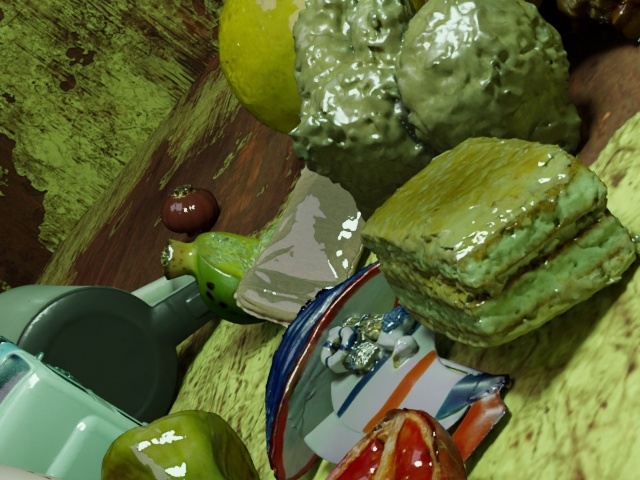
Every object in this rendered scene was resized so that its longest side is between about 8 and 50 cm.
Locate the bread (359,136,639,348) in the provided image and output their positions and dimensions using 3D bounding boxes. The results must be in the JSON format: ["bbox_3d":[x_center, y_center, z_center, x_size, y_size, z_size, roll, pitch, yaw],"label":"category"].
[{"bbox_3d":[0.123,-0.002,0.818,0.138,0.102,0.196,-39,17,-8],"label":"bread"}]

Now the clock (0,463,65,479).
[{"bbox_3d":[-0.202,0.288,0.718,0.250,0.376,0.368,-51,17,-4],"label":"clock"}]

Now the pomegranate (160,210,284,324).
[{"bbox_3d":[-0.095,0.040,1.306,0.169,0.122,0.143,-17,27,-5],"label":"pomegranate"}]

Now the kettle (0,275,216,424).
[{"bbox_3d":[-0.320,0.156,1.598,0.361,0.250,0.376,-30,9,-25],"label":"kettle"}]

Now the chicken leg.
[{"bbox_3d":[0.240,-0.246,1.057,0.113,0.093,0.304,-65,12,4],"label":"chicken leg"}]

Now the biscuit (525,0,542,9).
[{"bbox_3d":[0.180,-0.316,1.129,0.394,0.070,0.350,115,170,-67],"label":"biscuit"}]

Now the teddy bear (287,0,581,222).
[{"bbox_3d":[0.097,-0.128,0.976,0.256,0.267,0.156,-20,8,30],"label":"teddy bear"}]

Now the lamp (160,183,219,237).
[{"bbox_3d":[-0.224,-0.051,1.900,0.101,0.090,0.101,-13,14,3],"label":"lamp"}]

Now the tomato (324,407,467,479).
[{"bbox_3d":[0.049,0.195,0.732,0.155,0.069,0.155,-44,20,20],"label":"tomato"}]

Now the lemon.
[{"bbox_3d":[0.003,-0.273,1.437,0.310,0.258,0.258,-48,17,33],"label":"lemon"}]

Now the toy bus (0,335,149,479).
[{"bbox_3d":[-0.238,0.218,1.120,0.133,0.271,0.165,-59,21,-13],"label":"toy bus"}]

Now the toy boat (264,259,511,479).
[{"bbox_3d":[0.040,0.133,0.921,0.219,0.072,0.318,-49,27,9],"label":"toy boat"}]

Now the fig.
[{"bbox_3d":[-0.118,0.230,0.994,0.154,0.144,0.165,-43,38,-24],"label":"fig"}]

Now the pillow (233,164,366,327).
[{"bbox_3d":[-0.003,0.000,1.207,0.135,0.034,0.211,16,65,28],"label":"pillow"}]
